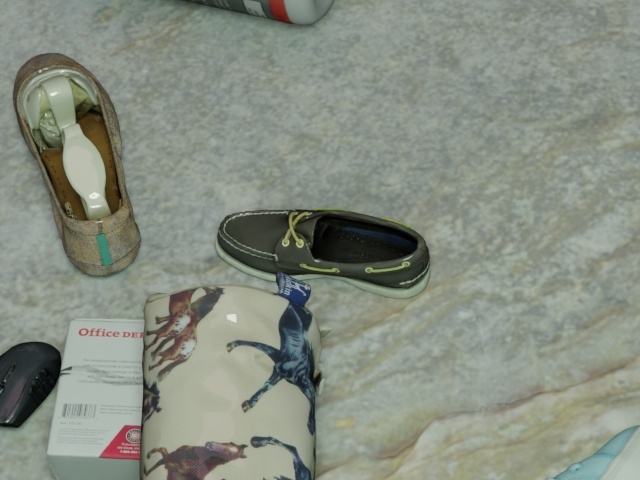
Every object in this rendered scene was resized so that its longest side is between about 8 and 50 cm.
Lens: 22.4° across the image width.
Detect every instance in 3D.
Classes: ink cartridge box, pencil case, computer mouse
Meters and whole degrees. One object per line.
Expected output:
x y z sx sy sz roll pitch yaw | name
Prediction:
-0.198 0.156 1.571 0.109 0.063 0.150 2 56 5 | ink cartridge box
-0.070 0.236 1.438 0.184 0.160 0.410 5 60 -12 | pencil case
-0.331 0.176 1.551 0.071 0.041 0.242 18 47 20 | computer mouse

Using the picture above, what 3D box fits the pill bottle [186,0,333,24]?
-0.156 -0.377 1.827 0.363 0.210 0.210 13 59 13 | pill bottle

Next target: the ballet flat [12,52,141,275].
-0.260 -0.109 1.722 0.108 0.106 0.316 -21 58 -9 | ballet flat

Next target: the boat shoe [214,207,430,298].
0.000 0.000 1.654 0.228 0.068 0.081 9 58 10 | boat shoe

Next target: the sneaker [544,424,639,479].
0.161 0.267 1.432 0.150 0.135 0.366 40 67 22 | sneaker
